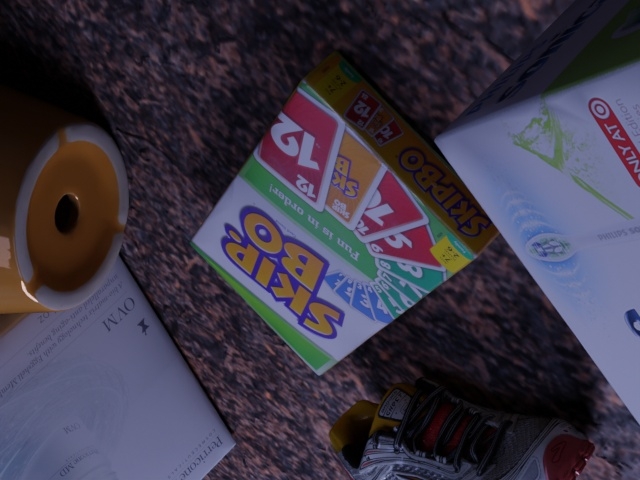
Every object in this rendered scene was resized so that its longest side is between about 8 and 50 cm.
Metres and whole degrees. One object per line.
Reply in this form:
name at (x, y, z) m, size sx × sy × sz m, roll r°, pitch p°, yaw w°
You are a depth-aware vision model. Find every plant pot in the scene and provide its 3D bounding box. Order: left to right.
plant pot at (-0.244, -0.029, 0.883) m, size 0.187 × 0.205 × 0.205 m, roll 11°, pitch 138°, yaw 24°

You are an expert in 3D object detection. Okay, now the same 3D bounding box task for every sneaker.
sneaker at (0.071, 0.131, 0.765) m, size 0.093 × 0.088 × 0.225 m, roll 52°, pitch 151°, yaw -9°

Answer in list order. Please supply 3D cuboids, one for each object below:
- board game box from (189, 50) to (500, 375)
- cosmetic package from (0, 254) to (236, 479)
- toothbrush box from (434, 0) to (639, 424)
board game box at (0.000, 0.000, 0.749) m, size 0.124 × 0.039 × 0.259 m, roll 46°, pitch 154°, yaw 1°
cosmetic package at (-0.225, 0.148, 1.034) m, size 0.138 × 0.224 × 0.225 m, roll 9°, pitch 135°, yaw 48°
toothbrush box at (0.202, -0.012, 0.372) m, size 0.206 × 0.122 × 0.283 m, roll 53°, pitch 152°, yaw -13°
